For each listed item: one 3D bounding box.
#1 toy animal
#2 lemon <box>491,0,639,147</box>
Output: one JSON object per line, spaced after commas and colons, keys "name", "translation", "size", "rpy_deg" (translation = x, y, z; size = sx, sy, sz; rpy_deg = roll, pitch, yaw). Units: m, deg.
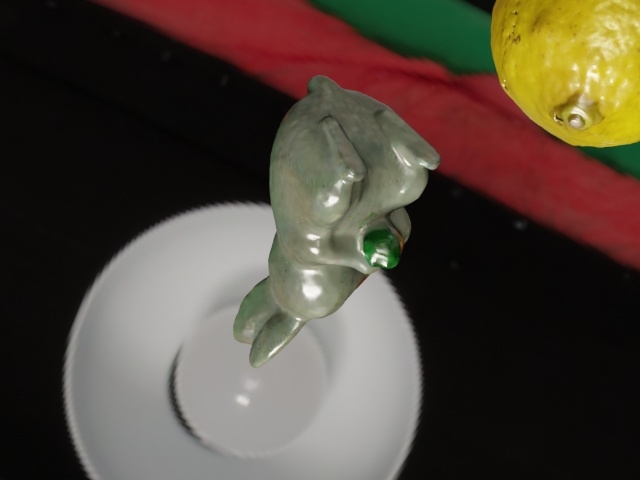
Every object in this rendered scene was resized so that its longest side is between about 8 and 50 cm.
{"name": "toy animal", "translation": [0.001, -0.002, 1.252], "size": [0.125, 0.251, 0.127], "rpy_deg": [13, -138, -13]}
{"name": "lemon", "translation": [0.310, -0.227, 1.678], "size": [0.253, 0.253, 0.310], "rpy_deg": [24, -124, -4]}
